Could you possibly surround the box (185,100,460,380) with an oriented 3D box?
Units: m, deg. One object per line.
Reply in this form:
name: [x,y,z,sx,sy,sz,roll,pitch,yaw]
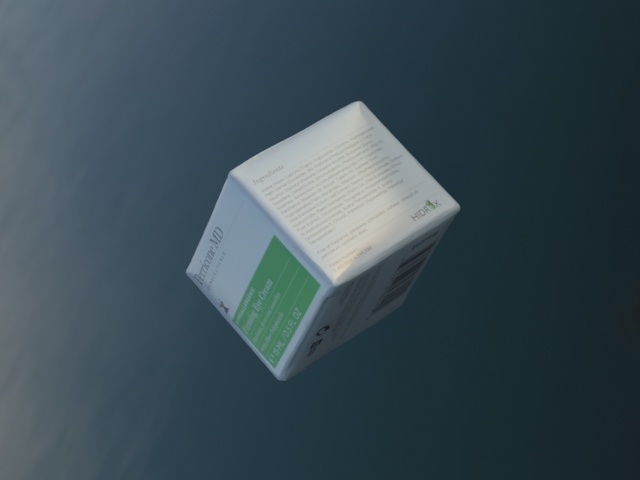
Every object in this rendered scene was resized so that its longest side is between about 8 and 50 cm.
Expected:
box: [0.000,0.000,0.976,0.102,0.087,0.101,-30,-19,-34]
